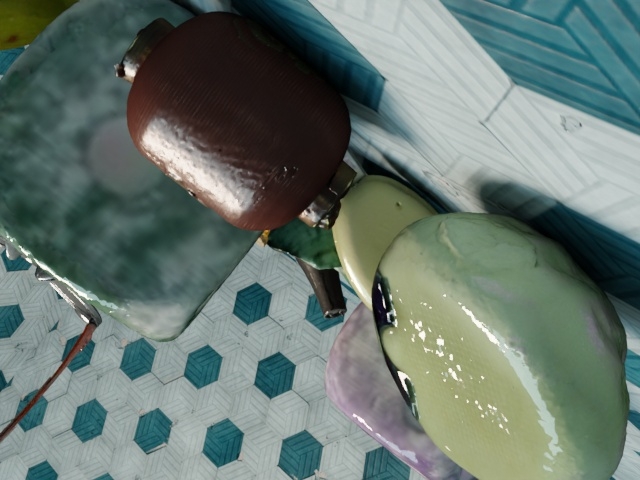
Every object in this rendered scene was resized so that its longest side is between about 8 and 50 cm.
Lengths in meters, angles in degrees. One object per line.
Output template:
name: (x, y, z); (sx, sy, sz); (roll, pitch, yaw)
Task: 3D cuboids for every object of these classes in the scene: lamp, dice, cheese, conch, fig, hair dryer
lamp: (-0.074, -0.114, 0.791); (0.258, 0.180, 0.180); (38, 174, -7)
dice: (-0.216, -0.090, 1.029); (0.330, 0.328, 0.348); (39, 174, -2)
cheese: (0.049, -0.045, 0.895); (0.255, 0.127, 0.050); (57, 178, -7)
conch: (0.057, -0.003, 1.015); (0.196, 0.134, 0.202); (24, 175, 29)
fig: (-0.434, -0.345, 1.076); (0.225, 0.203, 0.203); (15, -167, -47)
dice: (0.190, 0.216, 1.245); (0.271, 0.270, 0.270); (33, 172, 36)
hair dryer: (0.000, 0.000, 1.430); (0.272, 0.091, 0.236); (96, 159, -66)

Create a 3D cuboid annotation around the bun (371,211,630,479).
bun: (0.190, 0.093, 0.774); (0.293, 0.187, 0.293); (45, 155, 28)

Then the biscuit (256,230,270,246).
biscuit: (-0.202, -0.119, 1.325); (0.378, 0.054, 0.094); (38, 161, 16)

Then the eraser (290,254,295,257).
eraser: (-0.131, -0.114, 1.380); (0.352, 0.061, 0.089); (53, 166, -29)

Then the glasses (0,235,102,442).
glasses: (-0.415, 0.114, 0.941); (0.234, 0.268, 0.118); (42, 155, -18)
